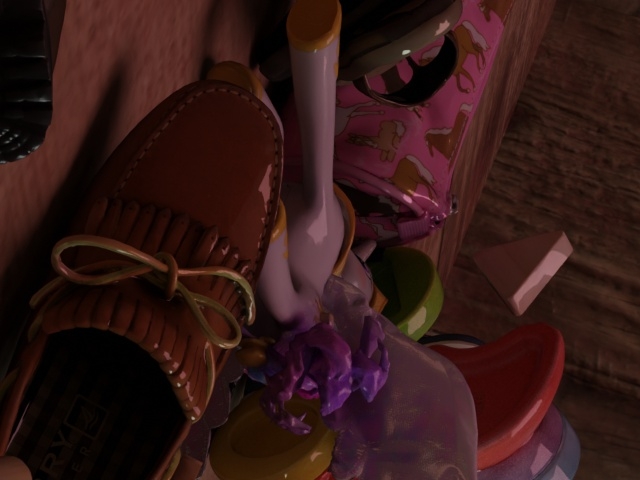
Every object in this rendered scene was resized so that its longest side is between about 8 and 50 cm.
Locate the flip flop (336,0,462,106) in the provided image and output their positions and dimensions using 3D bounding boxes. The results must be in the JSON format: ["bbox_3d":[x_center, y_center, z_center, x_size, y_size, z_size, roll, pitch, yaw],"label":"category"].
[{"bbox_3d":[0.068,-0.145,1.547,0.112,0.080,0.277,-39,-174,-5],"label":"flip flop"}]

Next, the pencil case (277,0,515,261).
[{"bbox_3d":[0.080,-0.173,1.785,0.167,0.160,0.386,42,55,-33],"label":"pencil case"}]

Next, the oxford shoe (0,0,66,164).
[{"bbox_3d":[-0.146,-0.153,0.866,0.096,0.083,0.227,-90,-170,-53],"label":"oxford shoe"}]

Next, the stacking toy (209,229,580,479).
[{"bbox_3d":[0.093,0.138,1.671,0.130,0.309,0.279,59,39,-31],"label":"stacking toy"}]

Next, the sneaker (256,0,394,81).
[{"bbox_3d":[0.013,-0.238,1.612,0.227,0.130,0.087,-44,178,5],"label":"sneaker"}]

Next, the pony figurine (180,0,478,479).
[{"bbox_3d":[-0.025,0.052,1.481,0.363,0.303,0.351,71,26,-50],"label":"pony figurine"}]

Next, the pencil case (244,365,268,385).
[{"bbox_3d":[0.000,0.000,1.852,0.124,0.124,0.284,88,23,-66],"label":"pencil case"}]

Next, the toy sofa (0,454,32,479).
[{"bbox_3d":[-0.237,0.292,1.033,0.150,0.177,0.362,-6,117,-53],"label":"toy sofa"}]

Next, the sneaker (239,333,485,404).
[{"bbox_3d":[0.037,0.099,1.922,0.350,0.131,0.148,-17,-120,50],"label":"sneaker"}]

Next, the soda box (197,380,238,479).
[{"bbox_3d":[-0.122,0.169,1.663,0.060,0.053,0.169,85,25,-67],"label":"soda box"}]

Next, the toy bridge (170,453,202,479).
[{"bbox_3d":[-0.100,0.171,1.386,0.026,0.188,0.063,-65,-177,-26],"label":"toy bridge"}]

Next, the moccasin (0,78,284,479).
[{"bbox_3d":[-0.123,0.066,1.185,0.380,0.139,0.147,-59,-169,-22],"label":"moccasin"}]
